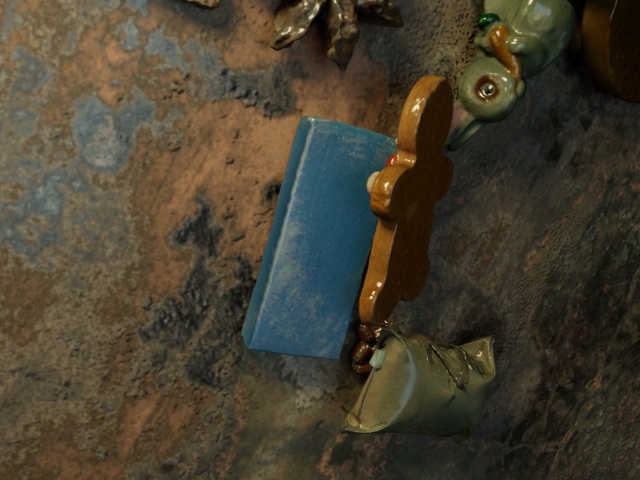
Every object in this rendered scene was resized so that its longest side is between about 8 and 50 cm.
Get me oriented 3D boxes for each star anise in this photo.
[{"bbox_3d":[0.012,-0.301,1.003,0.212,0.073,0.196,-13,107,-21],"label":"star anise"}]

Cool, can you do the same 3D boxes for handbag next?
[{"bbox_3d":[0.152,0.205,1.192,0.270,0.117,0.182,15,96,-41],"label":"handbag"}]

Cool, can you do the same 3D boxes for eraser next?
[{"bbox_3d":[0.000,0.000,1.100,0.144,0.043,0.311,11,99,-29],"label":"eraser"}]

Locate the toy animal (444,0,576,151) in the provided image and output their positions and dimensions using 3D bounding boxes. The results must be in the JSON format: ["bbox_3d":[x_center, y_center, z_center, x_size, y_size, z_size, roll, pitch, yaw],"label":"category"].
[{"bbox_3d":[0.245,-0.225,1.125,0.127,0.125,0.251,24,99,-2],"label":"toy animal"}]

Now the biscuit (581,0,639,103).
[{"bbox_3d":[0.517,-0.393,1.224,0.350,0.070,0.394,18,101,-44],"label":"biscuit"}]

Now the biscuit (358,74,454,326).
[{"bbox_3d":[0.115,-0.057,1.098,0.205,0.049,0.324,-25,129,-54],"label":"biscuit"}]

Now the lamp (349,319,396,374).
[{"bbox_3d":[0.071,0.153,1.189,0.063,0.031,0.083,6,105,-27],"label":"lamp"}]

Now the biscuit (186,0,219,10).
[{"bbox_3d":[-0.200,-0.350,0.906,0.237,0.026,0.131,15,95,-29],"label":"biscuit"}]
